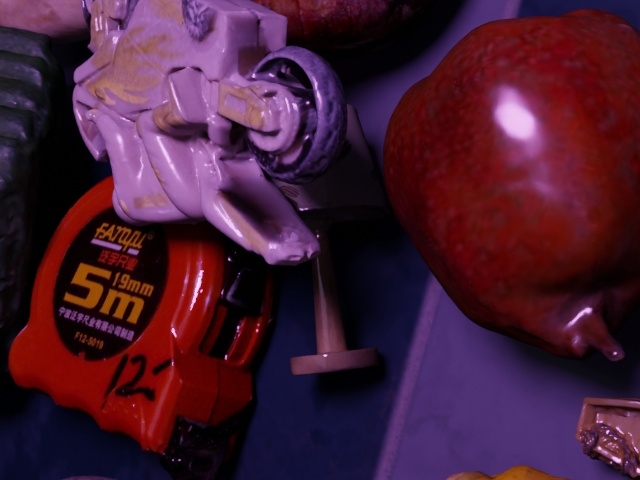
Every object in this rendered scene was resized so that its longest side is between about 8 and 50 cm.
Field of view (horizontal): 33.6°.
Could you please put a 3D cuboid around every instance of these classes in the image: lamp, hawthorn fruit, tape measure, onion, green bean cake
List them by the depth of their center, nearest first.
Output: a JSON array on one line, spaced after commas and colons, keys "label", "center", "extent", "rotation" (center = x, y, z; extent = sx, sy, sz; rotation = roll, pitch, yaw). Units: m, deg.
[{"label": "hawthorn fruit", "center": [0.150, -0.025, 0.703], "extent": [0.208, 0.208, 0.248], "rotation": [-25, 54, 28]}, {"label": "lamp", "center": [0.000, 0.000, 0.869], "extent": [0.121, 0.121, 0.215], "rotation": [-11, 83, 34]}, {"label": "onion", "center": [0.002, -0.266, 0.902], "extent": [0.246, 0.190, 0.246], "rotation": [-3, 72, 8]}, {"label": "tape measure", "center": [-0.151, 0.062, 0.964], "extent": [0.253, 0.114, 0.261], "rotation": [14, 81, 39]}, {"label": "green bean cake", "center": [-0.356, -0.034, 1.075], "extent": [0.308, 0.169, 0.300], "rotation": [-94, 17, -53]}]

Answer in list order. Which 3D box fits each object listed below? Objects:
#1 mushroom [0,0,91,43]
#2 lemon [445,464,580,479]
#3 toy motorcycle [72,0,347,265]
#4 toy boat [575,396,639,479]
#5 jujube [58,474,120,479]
[{"label": "mushroom", "center": [-0.296, -0.342, 1.120], "extent": [0.260, 0.234, 0.254], "rotation": [14, 88, 38]}, {"label": "lemon", "center": [0.153, 0.286, 0.574], "extent": [0.316, 0.285, 0.285], "rotation": [21, 88, 59]}, {"label": "toy motorcycle", "center": [-0.108, -0.096, 0.833], "extent": [0.340, 0.107, 0.223], "rotation": [36, 120, 40]}, {"label": "toy boat", "center": [0.258, 0.141, 0.658], "extent": [0.206, 0.072, 0.064], "rotation": [13, 86, 39]}, {"label": "jujube", "center": [-0.174, 0.342, 0.836], "extent": [0.226, 0.226, 0.317], "rotation": [-46, 59, 16]}]
